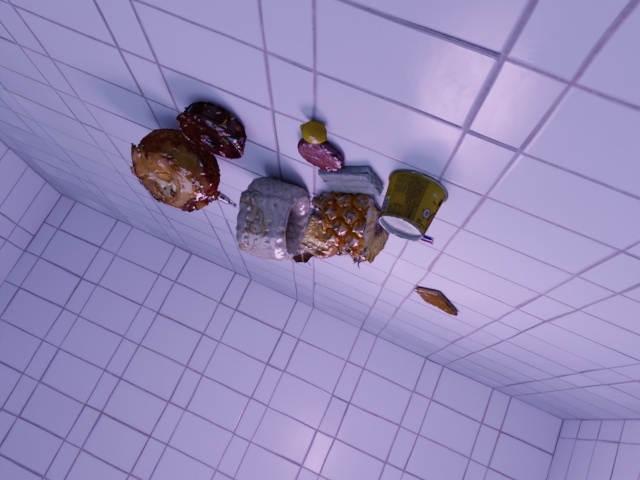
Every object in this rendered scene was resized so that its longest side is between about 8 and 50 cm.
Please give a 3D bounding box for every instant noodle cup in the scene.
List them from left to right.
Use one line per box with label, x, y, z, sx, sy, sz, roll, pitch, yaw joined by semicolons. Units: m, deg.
instant noodle cup;0.252;-0.092;1.515;0.182;0.144;0.182;23;163;7

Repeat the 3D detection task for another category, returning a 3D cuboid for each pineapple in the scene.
pineapple;0.059;-0.031;1.850;0.286;0.209;0.344;17;162;25

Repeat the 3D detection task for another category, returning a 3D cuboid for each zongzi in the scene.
zongzi;-0.034;0.048;2.414;0.241;0.111;0.247;4;163;20

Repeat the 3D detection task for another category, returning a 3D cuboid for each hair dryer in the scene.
hair dryer;-0.447;-0.195;2.364;0.198;0.057;0.100;28;165;-37

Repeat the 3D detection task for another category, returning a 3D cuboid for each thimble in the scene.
thimble;-0.165;-0.081;1.900;0.195;0.291;0.291;15;161;13

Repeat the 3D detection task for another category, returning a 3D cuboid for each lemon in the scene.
lemon;-0.019;-0.293;1.443;0.083;0.062;0.062;29;163;4

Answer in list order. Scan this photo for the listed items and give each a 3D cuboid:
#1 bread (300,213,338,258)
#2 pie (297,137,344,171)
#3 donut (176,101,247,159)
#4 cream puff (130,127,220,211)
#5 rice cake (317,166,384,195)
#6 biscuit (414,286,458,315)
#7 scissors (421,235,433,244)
bread;-0.002;0.004;2.133;0.174;0.133;0.251;26;157;-1
pie;0.000;-0.254;1.573;0.155;0.036;0.154;23;163;8
donut;-0.334;-0.347;1.678;0.235;0.089;0.235;22;162;8
cream puff;-0.500;-0.260;1.926;0.351;0.228;0.350;20;138;19
rice cake;0.089;-0.185;1.647;0.211;0.038;0.124;11;157;41
biscuit;0.523;0.273;2.400;0.131;0.026;0.237;11;159;42
scissors;0.337;-0.013;1.845;0.113;0.012;0.039;21;162;14
